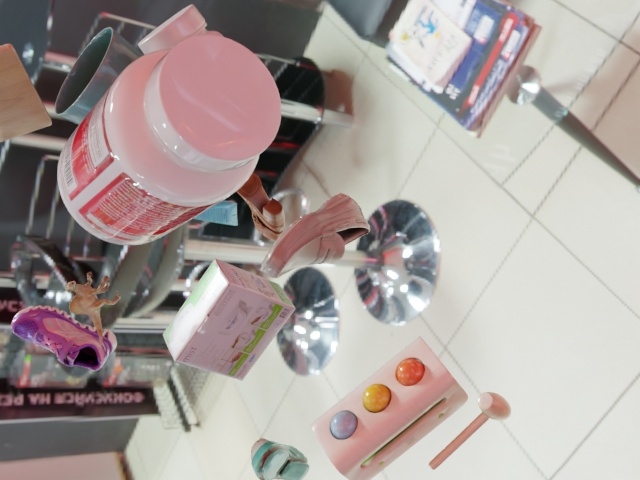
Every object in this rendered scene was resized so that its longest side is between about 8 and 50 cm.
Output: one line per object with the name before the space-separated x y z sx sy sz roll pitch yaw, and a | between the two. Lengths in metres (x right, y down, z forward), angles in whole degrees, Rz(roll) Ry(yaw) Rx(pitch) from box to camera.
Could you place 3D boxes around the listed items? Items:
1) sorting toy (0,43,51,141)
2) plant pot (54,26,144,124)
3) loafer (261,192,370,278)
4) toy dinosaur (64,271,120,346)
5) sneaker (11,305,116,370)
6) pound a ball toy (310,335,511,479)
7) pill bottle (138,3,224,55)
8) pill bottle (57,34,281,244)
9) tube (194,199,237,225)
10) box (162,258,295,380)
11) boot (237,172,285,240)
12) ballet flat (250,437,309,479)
sorting toy | -0.852 -0.368 1.890 0.255 0.257 0.089 81 165 -53
plant pot | -0.590 -0.432 2.196 0.293 0.235 0.293 -32 42 34
loafer | 0.000 0.000 1.526 0.111 0.319 0.112 44 132 8
toy dinosaur | -0.442 0.118 1.465 0.053 0.092 0.183 36 153 37
sneaker | -0.578 0.228 1.694 0.095 0.236 0.104 -56 23 25
pound a ball toy | 0.159 0.322 1.389 0.319 0.136 0.208 -39 43 2
pill bottle | -0.313 -0.438 2.104 0.224 0.392 0.224 -30 24 14
pill bottle | -0.232 -0.141 1.123 0.407 0.229 0.229 -21 68 55
tube | -0.273 -0.072 1.553 0.080 0.207 0.052 95 -172 -62
box | -0.240 0.214 1.976 0.262 0.231 0.127 -55 40 13
boot | -0.173 -0.090 2.026 0.197 0.073 0.152 46 158 20
ballet flat | -0.102 0.462 1.593 0.087 0.247 0.083 31 81 28
